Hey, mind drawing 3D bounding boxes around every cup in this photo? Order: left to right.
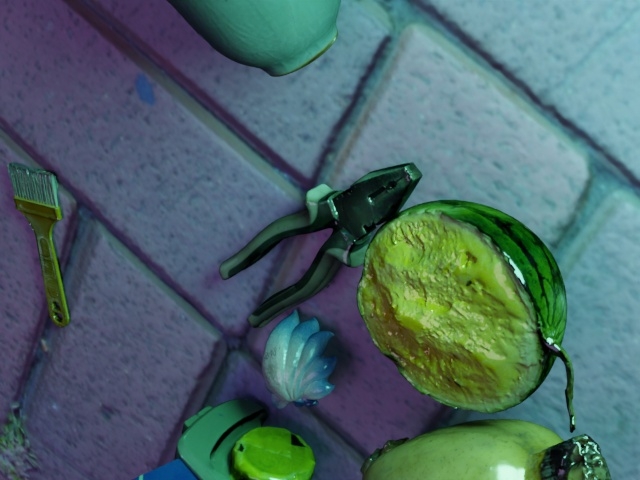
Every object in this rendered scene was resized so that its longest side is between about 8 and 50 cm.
[{"bbox_3d":[-0.053,-0.237,1.453,0.199,0.199,0.150,-9,124,43],"label":"cup"}]

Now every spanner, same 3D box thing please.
[{"bbox_3d":[0.000,0.000,1.606,0.325,0.040,0.096,-37,86,46],"label":"spanner"}]

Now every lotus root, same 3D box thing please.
[{"bbox_3d":[0.166,0.251,1.497,0.310,0.182,0.183,-26,94,44],"label":"lotus root"}]

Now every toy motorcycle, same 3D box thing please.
[{"bbox_3d":[-0.166,0.322,1.715,0.200,0.326,0.191,34,129,25],"label":"toy motorcycle"}]

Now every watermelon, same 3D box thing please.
[{"bbox_3d":[0.151,0.053,1.443,0.232,0.127,0.204,7,116,40],"label":"watermelon"}]

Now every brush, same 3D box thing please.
[{"bbox_3d":[-0.344,0.010,1.923,0.082,0.010,0.218,12,119,36],"label":"brush"}]

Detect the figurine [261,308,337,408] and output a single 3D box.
[{"bbox_3d":[-0.025,0.128,1.680,0.114,0.079,0.114,-28,56,53],"label":"figurine"}]
